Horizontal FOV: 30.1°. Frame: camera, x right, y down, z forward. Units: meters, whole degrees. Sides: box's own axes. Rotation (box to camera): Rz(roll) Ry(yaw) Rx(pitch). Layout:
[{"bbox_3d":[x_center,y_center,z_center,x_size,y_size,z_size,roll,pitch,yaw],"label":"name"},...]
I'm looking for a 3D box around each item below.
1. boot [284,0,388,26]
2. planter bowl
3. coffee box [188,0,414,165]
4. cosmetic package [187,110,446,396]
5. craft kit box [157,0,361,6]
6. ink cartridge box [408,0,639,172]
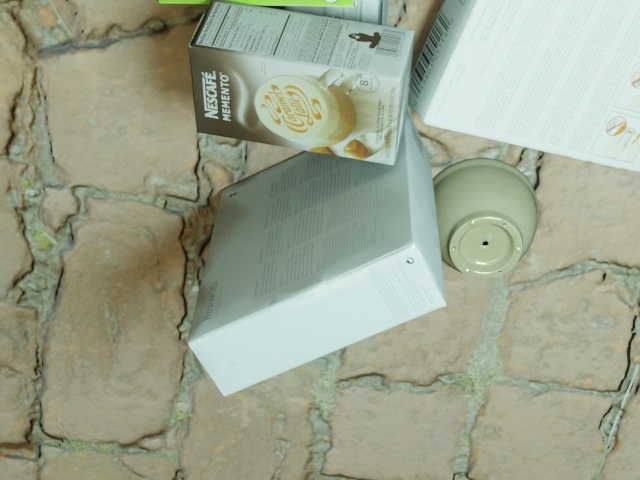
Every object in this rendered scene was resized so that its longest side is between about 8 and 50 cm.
[{"bbox_3d":[0.016,-0.260,1.491,0.123,0.095,0.258,9,118,11],"label":"boot"},{"bbox_3d":[0.217,-0.016,1.605,0.162,0.109,0.162,1,120,2],"label":"planter bowl"},{"bbox_3d":[-0.021,-0.186,1.407,0.246,0.098,0.141,10,139,8],"label":"coffee box"},{"bbox_3d":[0.000,0.000,1.464,0.284,0.377,0.097,-22,117,14],"label":"cosmetic package"},{"bbox_3d":[-0.076,-0.397,1.374,0.249,0.061,0.247,5,111,15],"label":"craft kit box"},{"bbox_3d":[0.337,-0.259,1.496,0.384,0.091,0.308,10,121,-24],"label":"ink cartridge box"}]
